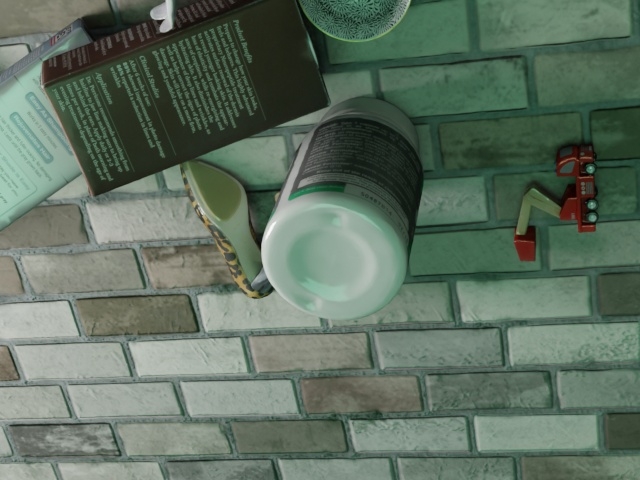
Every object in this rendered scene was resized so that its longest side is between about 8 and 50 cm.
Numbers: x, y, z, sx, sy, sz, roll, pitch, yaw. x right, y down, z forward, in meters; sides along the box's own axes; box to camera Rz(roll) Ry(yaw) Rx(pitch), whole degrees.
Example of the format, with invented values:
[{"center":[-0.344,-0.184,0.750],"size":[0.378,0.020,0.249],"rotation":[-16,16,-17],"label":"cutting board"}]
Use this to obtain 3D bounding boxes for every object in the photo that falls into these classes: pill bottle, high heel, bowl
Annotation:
[{"center":[0.045,-0.062,1.681],"size":[0.204,0.361,0.204],"rotation":[5,123,8],"label":"pill bottle"},{"center":[-0.167,-0.013,1.937],"size":[0.261,0.093,0.186],"rotation":[47,151,4],"label":"high heel"},{"center":[0.053,-0.381,1.646],"size":[0.170,0.080,0.170],"rotation":[5,123,8],"label":"bowl"}]

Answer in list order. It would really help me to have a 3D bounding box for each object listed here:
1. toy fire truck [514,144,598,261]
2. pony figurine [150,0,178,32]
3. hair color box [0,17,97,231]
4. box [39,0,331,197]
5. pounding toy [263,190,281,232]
[{"center":[0.372,-0.060,1.807],"size":[0.135,0.047,0.192],"rotation":[-2,121,14],"label":"toy fire truck"},{"center":[-0.178,-0.490,1.485],"size":[0.363,0.351,0.302],"rotation":[-23,75,-8],"label":"pony figurine"},{"center":[-0.471,-0.160,1.786],"size":[0.374,0.113,0.185],"rotation":[-35,112,1],"label":"hair color box"},{"center":[-0.199,-0.233,1.678],"size":[0.381,0.143,0.191],"rotation":[-20,117,-3],"label":"box"},{"center":[-0.007,-0.007,1.883],"size":[0.181,0.094,0.206],"rotation":[24,137,48],"label":"pounding toy"}]
